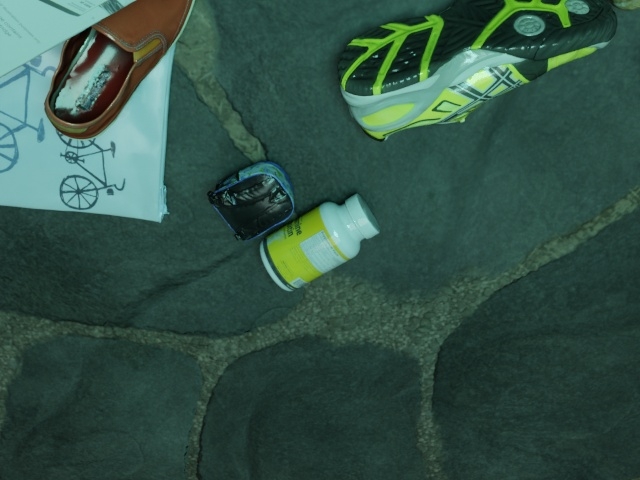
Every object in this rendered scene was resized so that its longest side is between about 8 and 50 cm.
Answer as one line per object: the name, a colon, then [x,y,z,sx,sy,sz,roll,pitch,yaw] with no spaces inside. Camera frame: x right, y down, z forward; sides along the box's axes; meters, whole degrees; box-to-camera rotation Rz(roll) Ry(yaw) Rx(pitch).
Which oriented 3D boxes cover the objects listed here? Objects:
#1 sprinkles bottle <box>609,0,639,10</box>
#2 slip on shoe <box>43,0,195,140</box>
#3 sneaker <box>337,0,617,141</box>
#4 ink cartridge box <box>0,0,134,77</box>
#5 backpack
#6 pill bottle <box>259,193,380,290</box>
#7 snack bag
sprinkles bottle: [0.300,-0.430,0.723,0.355,0.121,0.121,29,115,-23]
slip on shoe: [-0.260,-0.279,0.796,0.123,0.101,0.331,32,94,-16]
sneaker: [0.216,-0.255,0.854,0.384,0.145,0.147,-14,150,4]
ink cartridge box: [-0.294,-0.359,0.692,0.307,0.223,0.129,-24,143,10]
backpack: [-0.101,-0.071,0.956,0.114,0.084,0.105,-24,118,17]
pill bottle: [0.000,0.000,0.988,0.184,0.103,0.103,-30,116,14]
snack bag: [-0.394,-0.189,0.909,0.342,0.037,0.323,6,119,-10]
